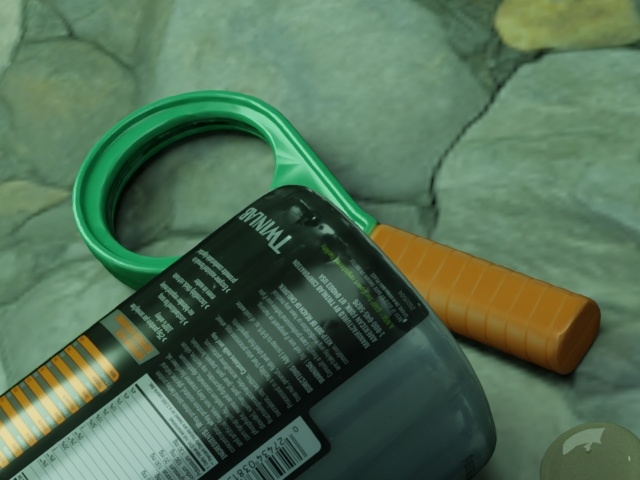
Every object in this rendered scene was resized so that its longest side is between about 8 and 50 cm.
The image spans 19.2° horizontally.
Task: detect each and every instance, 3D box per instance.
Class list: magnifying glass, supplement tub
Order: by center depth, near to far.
[{"bbox_3d":[-0.048,0.080,0.608,0.190,0.117,0.117,-38,49,-9],"label":"supplement tub"},{"bbox_3d":[0.000,0.000,0.717,0.231,0.026,0.092,20,63,35],"label":"magnifying glass"}]

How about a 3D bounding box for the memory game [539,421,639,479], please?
[{"bbox_3d":[0.123,0.122,0.574,0.186,0.012,0.186,-12,49,14],"label":"memory game"}]
